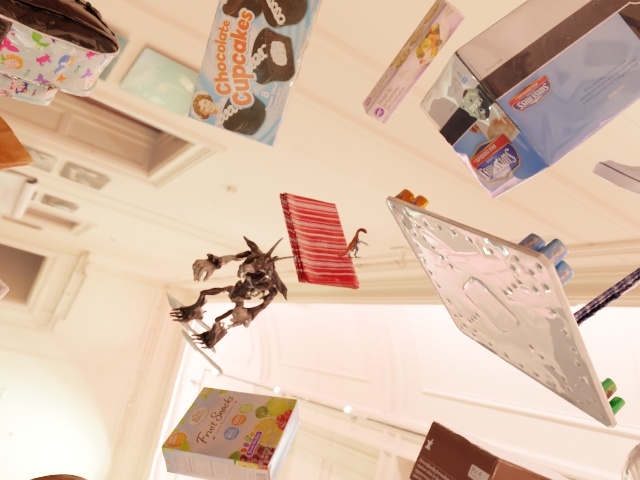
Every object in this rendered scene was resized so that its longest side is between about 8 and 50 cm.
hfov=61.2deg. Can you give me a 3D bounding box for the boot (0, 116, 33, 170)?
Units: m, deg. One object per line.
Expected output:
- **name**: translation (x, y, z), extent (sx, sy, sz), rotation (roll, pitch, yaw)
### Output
- **boot**: translation (-0.621, -0.105, 0.930), extent (0.096, 0.264, 0.280), rotation (-39, -178, 26)

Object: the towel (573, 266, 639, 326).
- **towel**: translation (0.615, 0.161, 1.214), extent (0.336, 0.243, 0.040), rotation (-34, -113, -3)

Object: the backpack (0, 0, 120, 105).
- **backpack**: translation (-0.471, -0.338, 0.877), extent (0.191, 0.254, 0.225), rotation (-47, -109, 28)

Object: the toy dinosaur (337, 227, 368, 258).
- **toy dinosaur**: translation (0.092, 0.005, 1.384), extent (0.047, 0.090, 0.082), rotation (-6, -102, 45)

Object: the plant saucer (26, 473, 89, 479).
- **plant saucer**: translation (-0.326, 0.351, 0.588), extent (0.036, 0.199, 0.198), rotation (27, -85, 37)

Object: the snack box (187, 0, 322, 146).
- **snack box**: translation (-0.132, -0.372, 1.089), extent (0.060, 0.187, 0.321), rotation (-76, -175, -75)

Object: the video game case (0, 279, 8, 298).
- **video game case**: translation (-0.752, 0.087, 0.930), extent (0.329, 0.300, 0.036), rotation (-42, -171, 12)

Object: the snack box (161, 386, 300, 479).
- **snack box**: translation (-0.163, 0.367, 1.022), extent (0.174, 0.207, 0.070), rotation (-58, 147, -62)

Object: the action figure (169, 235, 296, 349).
- **action figure**: translation (-0.174, 0.103, 1.069), extent (0.276, 0.141, 0.164), rotation (-44, -103, 22)

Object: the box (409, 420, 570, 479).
- **box**: translation (0.394, 0.516, 1.104), extent (0.143, 0.381, 0.191), rotation (-63, -156, -8)

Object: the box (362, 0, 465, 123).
- **box**: translation (0.225, -0.442, 1.349), extent (0.324, 0.063, 0.067), rotation (-51, -151, 31)

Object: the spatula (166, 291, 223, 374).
- **spatula**: translation (-0.321, 0.233, 1.370), extent (0.242, 0.019, 0.168), rotation (24, -51, 49)

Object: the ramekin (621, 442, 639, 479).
- **ramekin**: translation (0.740, 0.515, 1.034), extent (0.277, 0.277, 0.135), rotation (-51, 175, 29)

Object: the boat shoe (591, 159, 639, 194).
- **boat shoe**: translation (0.635, -0.109, 0.976), extent (0.258, 0.095, 0.084), rotation (24, -73, 20)

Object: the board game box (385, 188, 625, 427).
- **board game box**: translation (0.312, 0.099, 0.946), extent (0.050, 0.390, 0.390), rotation (-40, -151, -10)

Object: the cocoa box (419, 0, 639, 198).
- **cocoa box**: translation (0.391, -0.273, 0.914), extent (0.347, 0.228, 0.231), rotation (-36, 176, -8)

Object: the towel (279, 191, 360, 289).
- **towel**: translation (0.000, 0.000, 1.421), extent (0.031, 0.199, 0.274), rotation (-40, -127, 39)
